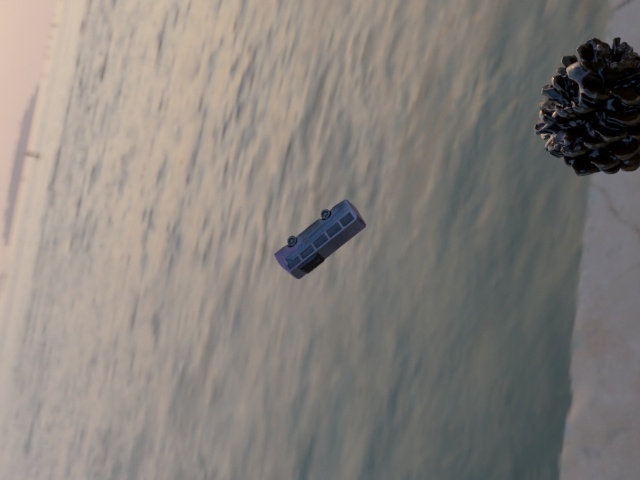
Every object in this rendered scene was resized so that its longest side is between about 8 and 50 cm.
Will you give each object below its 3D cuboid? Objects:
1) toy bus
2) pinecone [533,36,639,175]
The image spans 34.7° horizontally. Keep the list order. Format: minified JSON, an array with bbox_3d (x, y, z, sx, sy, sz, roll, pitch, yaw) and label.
[{"bbox_3d":[0.000,0.000,1.406,0.130,0.037,0.052,-38,54,8],"label":"toy bus"},{"bbox_3d":[0.523,-0.253,1.901,0.243,0.243,0.257,-122,39,-67],"label":"pinecone"}]
